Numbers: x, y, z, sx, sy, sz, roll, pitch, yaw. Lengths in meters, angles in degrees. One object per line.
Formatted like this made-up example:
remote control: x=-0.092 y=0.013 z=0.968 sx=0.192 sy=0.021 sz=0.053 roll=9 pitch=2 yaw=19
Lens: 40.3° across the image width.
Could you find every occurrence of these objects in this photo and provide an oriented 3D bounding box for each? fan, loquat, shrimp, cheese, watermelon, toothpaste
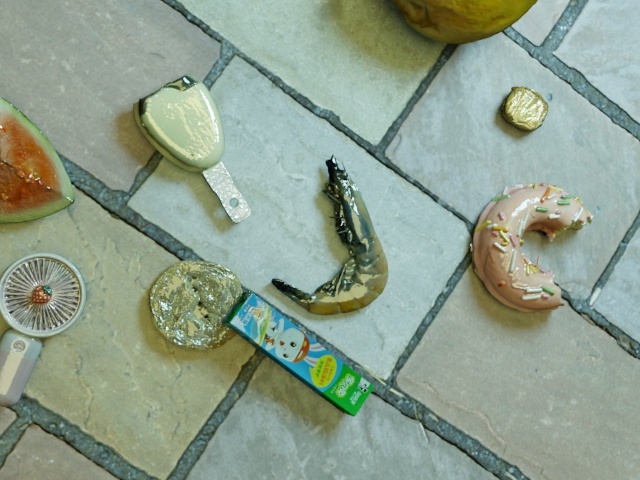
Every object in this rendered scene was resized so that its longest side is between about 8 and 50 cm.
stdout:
fan: x=-0.446 y=0.136 z=1.331 sx=0.130 sy=0.074 sz=0.244 roll=22 pitch=84 yaw=-12
loquat: x=0.235 y=-0.464 z=1.418 sx=0.276 sy=0.276 sz=0.283 roll=32 pitch=65 yaw=-10
shrimp: x=0.000 y=0.000 z=1.449 sx=0.198 sy=0.051 sz=0.261 roll=-18 pitch=95 yaw=-12
cheese: x=-0.191 y=-0.139 z=1.408 sx=0.127 sy=0.054 sz=0.251 roll=-32 pitch=96 yaw=-12
watermelon: x=-0.466 y=-0.101 z=1.330 sx=0.145 sy=0.137 sz=0.192 roll=32 pitch=80 yaw=-45
toothpaste: x=-0.034 y=0.185 z=1.424 sx=0.267 sy=0.050 sz=0.065 roll=39 pitch=74 yaw=-13

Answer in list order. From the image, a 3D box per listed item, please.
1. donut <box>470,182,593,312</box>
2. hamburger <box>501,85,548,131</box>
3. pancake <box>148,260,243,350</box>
donut: x=0.365 y=0.004 z=1.514 sx=0.199 sy=0.085 sz=0.232 roll=19 pitch=83 yaw=-10
hamburger: x=0.362 y=-0.233 z=1.540 sx=0.083 sy=0.044 sz=0.076 roll=33 pitch=83 yaw=-8
pancake: x=-0.199 y=0.105 z=1.413 sx=0.158 sy=0.028 sz=0.158 roll=1 pitch=85 yaw=-14
